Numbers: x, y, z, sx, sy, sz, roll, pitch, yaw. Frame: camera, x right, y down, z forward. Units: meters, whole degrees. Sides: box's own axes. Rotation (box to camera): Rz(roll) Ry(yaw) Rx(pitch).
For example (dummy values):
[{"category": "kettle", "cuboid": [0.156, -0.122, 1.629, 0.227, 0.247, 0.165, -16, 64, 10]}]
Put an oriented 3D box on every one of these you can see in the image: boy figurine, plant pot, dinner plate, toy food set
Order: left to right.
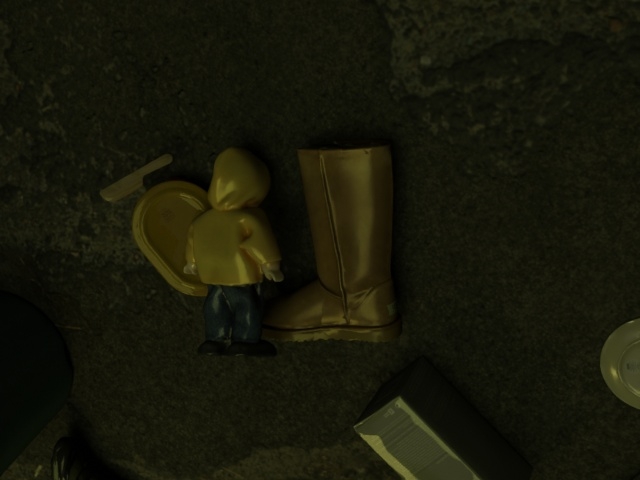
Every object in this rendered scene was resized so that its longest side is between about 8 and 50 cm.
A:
[{"category": "plant pot", "cuboid": [-0.586, 0.256, 1.560, 0.341, 0.334, 0.341, 7, 113, 18]}, {"category": "toy food set", "cuboid": [-0.203, -0.022, 1.454, 0.128, 0.071, 0.218, -37, 99, 1]}, {"category": "boy figurine", "cuboid": [-0.122, 0.017, 1.368, 0.177, 0.092, 0.285, -5, 83, 40]}, {"category": "dinner plate", "cuboid": [0.437, 0.166, 1.305, 0.141, 0.017, 0.141, 8, 113, 20]}]

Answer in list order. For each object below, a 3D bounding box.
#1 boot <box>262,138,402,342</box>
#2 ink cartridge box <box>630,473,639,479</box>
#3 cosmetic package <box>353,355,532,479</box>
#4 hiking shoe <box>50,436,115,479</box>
[{"category": "boot", "cuboid": [0.000, 0.000, 1.374, 0.236, 0.089, 0.269, -2, 107, 20]}, {"category": "ink cartridge box", "cuboid": [0.445, 0.552, 1.418, 0.308, 0.091, 0.385, 39, 118, 3]}, {"category": "cosmetic package", "cuboid": [0.176, 0.293, 1.397, 0.107, 0.127, 0.238, -40, 91, 29]}, {"category": "hiking shoe", "cuboid": [-0.375, 0.424, 1.702, 0.114, 0.086, 0.226, -14, 111, 12]}]
